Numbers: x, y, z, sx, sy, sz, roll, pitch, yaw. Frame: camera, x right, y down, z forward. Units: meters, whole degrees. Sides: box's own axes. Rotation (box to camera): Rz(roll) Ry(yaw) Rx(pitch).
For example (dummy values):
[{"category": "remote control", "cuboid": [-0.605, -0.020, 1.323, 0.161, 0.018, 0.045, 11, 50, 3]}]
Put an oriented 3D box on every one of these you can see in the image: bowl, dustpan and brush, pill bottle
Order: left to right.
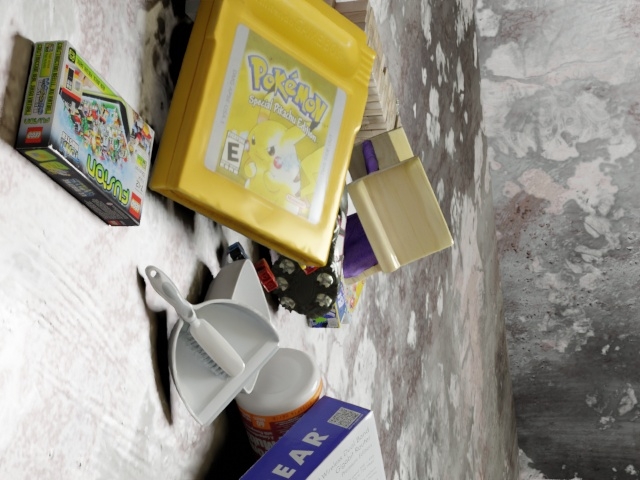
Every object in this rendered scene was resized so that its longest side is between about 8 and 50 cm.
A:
[{"category": "dustpan and brush", "cuboid": [-0.143, 0.104, 1.434, 0.147, 0.060, 0.211, -47, 112, -18]}, {"category": "bowl", "cuboid": [-0.115, 0.111, 1.574, 0.142, 0.053, 0.142, 72, 23, -43]}, {"category": "pill bottle", "cuboid": [-0.040, 0.265, 1.694, 0.121, 0.121, 0.221, -70, 154, -49]}]

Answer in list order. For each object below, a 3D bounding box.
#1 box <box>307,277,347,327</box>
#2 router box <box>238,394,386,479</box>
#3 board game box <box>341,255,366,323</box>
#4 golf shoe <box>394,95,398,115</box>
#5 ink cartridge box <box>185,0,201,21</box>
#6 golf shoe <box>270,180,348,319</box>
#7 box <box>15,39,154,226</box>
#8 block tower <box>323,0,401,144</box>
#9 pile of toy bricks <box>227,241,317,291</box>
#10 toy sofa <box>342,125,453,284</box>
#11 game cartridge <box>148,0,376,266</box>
[{"category": "box", "cuboid": [0.000, 0.057, 1.951, 0.059, 0.054, 0.169, -66, 151, -53]}, {"category": "router box", "cuboid": [-0.036, 0.418, 1.569, 0.335, 0.082, 0.301, -41, 132, -39]}, {"category": "board game box", "cuboid": [0.048, 0.060, 2.154, 0.154, 0.026, 0.103, -67, 150, -53]}, {"category": "golf shoe", "cuboid": [0.108, -0.207, 2.343, 0.086, 0.069, 0.176, 113, -17, -69]}, {"category": "ink cartridge box", "cuboid": [-0.120, -0.310, 1.573, 0.135, 0.056, 0.099, 38, 53, -68]}, {"category": "golf shoe", "cuboid": [0.000, 0.000, 1.760, 0.120, 0.105, 0.273, -58, 164, -45]}, {"category": "box", "cuboid": [-0.231, -0.102, 1.232, 0.207, 0.036, 0.114, 50, 42, -64]}, {"category": "block tower", "cuboid": [0.069, -0.270, 2.132, 0.335, 0.097, 0.091, 68, 26, -47]}, {"category": "pile of toy bricks", "cuboid": [-0.086, -0.042, 1.636, 0.212, 0.118, 0.105, 58, 3, -31]}, {"category": "toy sofa", "cuboid": [0.089, -0.065, 1.970, 0.362, 0.177, 0.150, -91, 160, -77]}, {"category": "game cartridge", "cuboid": [-0.057, -0.163, 1.520, 0.285, 0.052, 0.324, 27, 72, -44]}]
